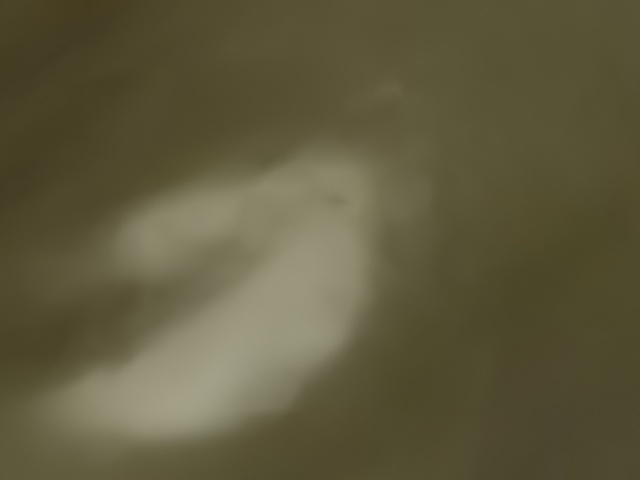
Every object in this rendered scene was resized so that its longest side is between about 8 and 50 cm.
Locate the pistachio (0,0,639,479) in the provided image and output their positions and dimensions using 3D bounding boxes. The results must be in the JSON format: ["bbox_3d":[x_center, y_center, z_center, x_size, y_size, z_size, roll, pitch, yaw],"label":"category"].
[{"bbox_3d":[0.000,0.000,0.502,0.365,0.281,0.445,20,50,19],"label":"pistachio"}]
